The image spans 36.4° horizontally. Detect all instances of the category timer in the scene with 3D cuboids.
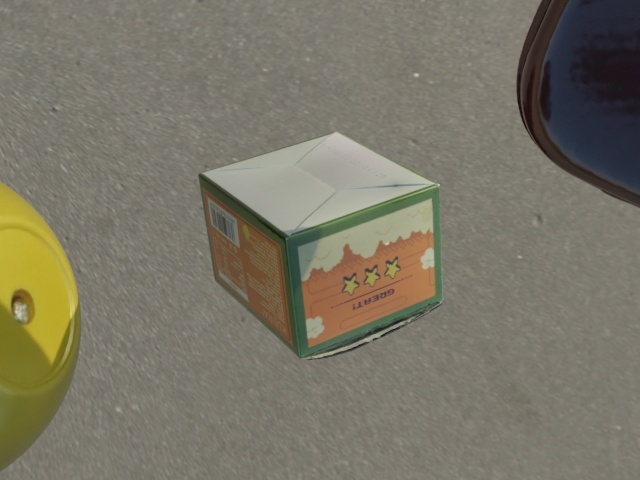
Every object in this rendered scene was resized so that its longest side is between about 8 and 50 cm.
[{"bbox_3d":[-0.441,0.094,0.950,0.386,0.376,0.376,-12,110,24],"label":"timer"}]

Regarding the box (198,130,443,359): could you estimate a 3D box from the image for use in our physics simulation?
[{"bbox_3d":[0.000,0.000,1.005,0.177,0.195,0.148,-19,120,-26],"label":"box"}]

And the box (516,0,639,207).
[{"bbox_3d":[0.358,-0.110,0.748,0.403,0.108,0.263,27,120,9],"label":"box"}]
